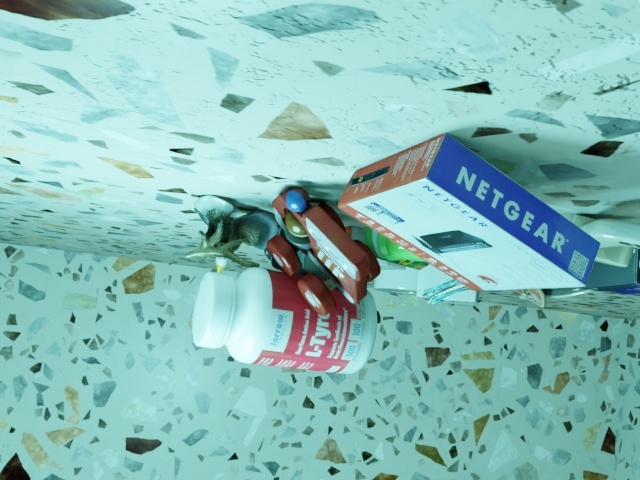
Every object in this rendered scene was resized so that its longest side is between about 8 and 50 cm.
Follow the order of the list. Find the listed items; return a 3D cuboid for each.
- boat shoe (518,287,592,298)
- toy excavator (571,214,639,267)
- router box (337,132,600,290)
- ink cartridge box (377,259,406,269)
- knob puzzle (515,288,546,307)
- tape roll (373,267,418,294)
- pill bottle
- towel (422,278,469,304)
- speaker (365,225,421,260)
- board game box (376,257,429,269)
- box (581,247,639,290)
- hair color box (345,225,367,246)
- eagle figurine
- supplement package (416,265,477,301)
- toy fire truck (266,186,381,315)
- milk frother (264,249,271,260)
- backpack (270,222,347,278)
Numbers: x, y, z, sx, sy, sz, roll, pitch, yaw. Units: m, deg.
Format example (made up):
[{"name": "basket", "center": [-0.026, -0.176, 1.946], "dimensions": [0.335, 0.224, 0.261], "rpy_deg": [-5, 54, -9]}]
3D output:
[{"name": "boat shoe", "center": [0.782, 0.135, 2.179], "dimensions": [0.112, 0.096, 0.335], "rpy_deg": [-16, 180, -32]}, {"name": "toy excavator", "center": [0.619, -0.001, 1.123], "dimensions": [0.445, 0.223, 0.433], "rpy_deg": [17, 180, 34]}, {"name": "router box", "center": [0.238, -0.029, 1.117], "dimensions": [0.335, 0.082, 0.301], "rpy_deg": [31, 164, -17]}, {"name": "ink cartridge box", "center": [0.189, 0.037, 1.937], "dimensions": [0.092, 0.090, 0.143], "rpy_deg": [14, 169, -42]}, {"name": "knob puzzle", "center": [0.671, 0.154, 2.173], "dimensions": [0.213, 0.030, 0.213], "rpy_deg": [46, 170, 11]}, {"name": "tape roll", "center": [0.356, 0.159, 2.608], "dimensions": [0.286, 0.100, 0.286], "rpy_deg": [7, 171, 1]}, {"name": "pill bottle", "center": [-0.088, 0.190, 1.576], "dimensions": [0.407, 0.229, 0.229], "rpy_deg": [11, 171, -23]}, {"name": "towel", "center": [0.452, 0.068, 1.538], "dimensions": [0.370, 0.040, 0.271], "rpy_deg": [-10, 168, -41]}, {"name": "speaker", "center": [0.251, -0.016, 1.414], "dimensions": [0.296, 0.131, 0.131], "rpy_deg": [1, 170, 33]}, {"name": "board game box", "center": [0.254, 0.024, 1.817], "dimensions": [0.136, 0.030, 0.259], "rpy_deg": [-32, 150, 33]}, {"name": "box", "center": [0.856, 0.088, 1.765], "dimensions": [0.184, 0.103, 0.261], "rpy_deg": [10, 171, -7]}, {"name": "hair color box", "center": [0.095, 0.036, 1.818], "dimensions": [0.071, 0.141, 0.043], "rpy_deg": [12, 170, -32]}, {"name": "eagle figurine", "center": [-0.241, -0.017, 1.724], "dimensions": [0.226, 0.225, 0.298], "rpy_deg": [46, -157, -5]}, {"name": "supplement package", "center": [0.433, 0.131, 2.191], "dimensions": [0.194, 0.149, 0.203], "rpy_deg": [4, 172, 17]}, {"name": "toy fire truck", "center": [0.000, 0.000, 1.416], "dimensions": [0.169, 0.302, 0.254], "rpy_deg": [-35, 156, -16]}, {"name": "milk frother", "center": [-0.086, 0.026, 2.115], "dimensions": [0.143, 0.129, 0.134], "rpy_deg": [-38, -167, -25]}, {"name": "backpack", "center": [-0.012, 0.015, 1.670], "dimensions": [0.144, 0.166, 0.188], "rpy_deg": [9, 176, 42]}]
